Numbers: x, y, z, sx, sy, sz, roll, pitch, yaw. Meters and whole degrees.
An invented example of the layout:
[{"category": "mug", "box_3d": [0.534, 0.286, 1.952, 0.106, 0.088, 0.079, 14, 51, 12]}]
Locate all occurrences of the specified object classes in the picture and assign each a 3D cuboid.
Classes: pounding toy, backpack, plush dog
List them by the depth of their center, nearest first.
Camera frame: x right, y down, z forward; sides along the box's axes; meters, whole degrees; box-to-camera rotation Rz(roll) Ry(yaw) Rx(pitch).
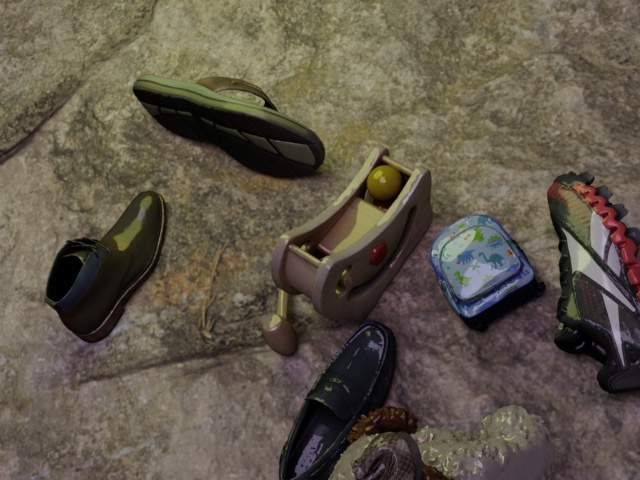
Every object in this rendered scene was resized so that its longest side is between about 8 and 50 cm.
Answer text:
[{"category": "plush dog", "box_3d": [0.093, 0.279, 1.164, 0.225, 0.210, 0.263, -12, 57, 45]}, {"category": "backpack", "box_3d": [0.182, 0.028, 1.288, 0.105, 0.084, 0.114, -32, 57, 1]}, {"category": "pounding toy", "box_3d": [0.000, 0.000, 1.328, 0.154, 0.154, 0.270, 31, 79, 29]}]

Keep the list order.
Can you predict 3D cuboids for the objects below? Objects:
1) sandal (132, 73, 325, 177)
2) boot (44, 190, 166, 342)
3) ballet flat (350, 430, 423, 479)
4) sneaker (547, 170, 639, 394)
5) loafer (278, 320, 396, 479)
[{"category": "sandal", "box_3d": [-0.119, -0.174, 1.480, 0.302, 0.120, 0.086, 25, 63, 28]}, {"category": "boot", "box_3d": [-0.274, 0.017, 1.448, 0.082, 0.106, 0.219, 16, 73, 26]}, {"category": "ballet flat", "box_3d": [0.041, 0.288, 1.066, 0.058, 0.250, 0.084, -6, 33, -30]}, {"category": "sneaker", "box_3d": [0.299, 0.048, 1.226, 0.135, 0.098, 0.276, -26, 62, 5]}, {"category": "loafer", "box_3d": [0.020, 0.189, 1.276, 0.076, 0.078, 0.223, 21, 75, 27]}]
